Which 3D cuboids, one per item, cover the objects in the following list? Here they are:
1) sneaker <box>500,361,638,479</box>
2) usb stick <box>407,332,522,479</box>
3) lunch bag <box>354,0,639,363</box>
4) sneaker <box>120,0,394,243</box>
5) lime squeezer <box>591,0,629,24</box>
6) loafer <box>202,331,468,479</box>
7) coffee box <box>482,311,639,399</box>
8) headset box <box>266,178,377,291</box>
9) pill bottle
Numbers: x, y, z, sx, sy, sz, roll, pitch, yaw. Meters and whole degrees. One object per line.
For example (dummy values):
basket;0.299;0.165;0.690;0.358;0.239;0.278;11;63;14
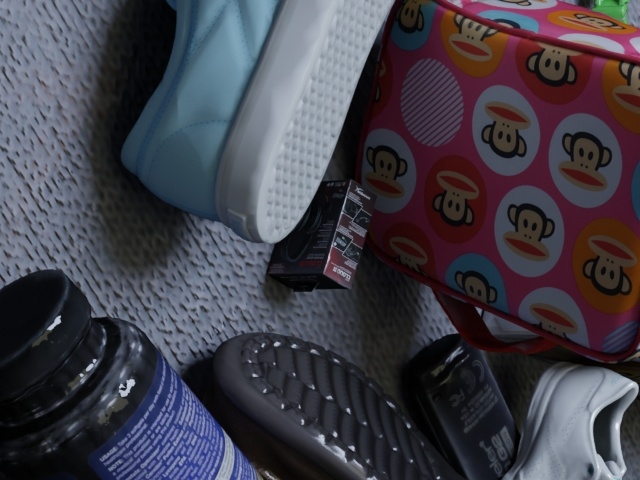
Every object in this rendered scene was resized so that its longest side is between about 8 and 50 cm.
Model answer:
sneaker;0.195;0.200;1.337;0.080;0.094;0.212;23;78;-39
usb stick;0.147;0.204;1.389;0.077;0.045;0.278;-40;115;-30
lunch bag;0.156;-0.037;1.225;0.120;0.293;0.258;-10;118;-43
sneaker;-0.031;-0.188;1.143;0.366;0.150;0.135;-67;161;-11
lime squeezer;0.269;-0.194;1.525;0.110;0.059;0.310;17;74;-76
loafer;0.041;0.212;1.223;0.366;0.130;0.134;42;21;-18
coffee box;0.300;0.067;1.455;0.297;0.168;0.119;23;73;-41
headset box;0.000;0.000;1.241;0.032;0.062;0.083;32;68;-38
pill bottle;-0.133;0.127;1.069;0.123;0.123;0.219;-54;123;-31
